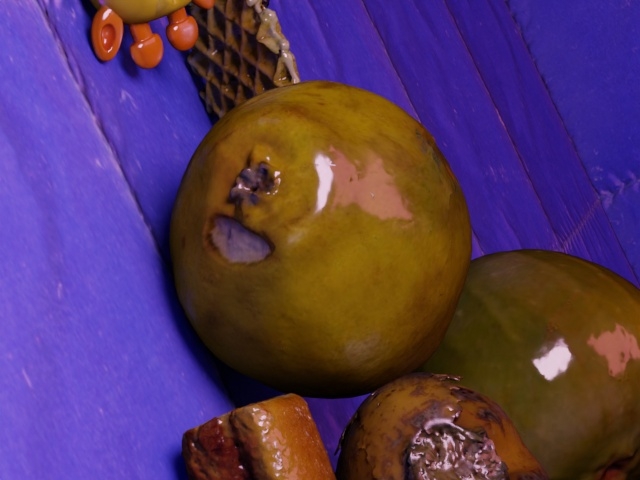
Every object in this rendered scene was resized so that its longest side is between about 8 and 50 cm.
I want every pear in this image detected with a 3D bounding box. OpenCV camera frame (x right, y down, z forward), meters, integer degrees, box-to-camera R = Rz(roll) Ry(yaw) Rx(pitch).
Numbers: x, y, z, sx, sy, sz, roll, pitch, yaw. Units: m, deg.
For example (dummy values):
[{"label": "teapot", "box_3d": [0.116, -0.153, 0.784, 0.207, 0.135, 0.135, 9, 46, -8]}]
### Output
[{"label": "pear", "box_3d": [0.000, 0.000, 1.453, 0.321, 0.269, 0.269, 54, 19, -58]}]

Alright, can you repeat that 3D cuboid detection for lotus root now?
[{"label": "lotus root", "box_3d": [0.101, 0.218, 1.447, 0.397, 0.179, 0.196, 83, -9, -72]}]

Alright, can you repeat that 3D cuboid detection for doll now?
[{"label": "doll", "box_3d": [-0.176, -0.258, 1.516, 0.143, 0.135, 0.221, -37, 110, -38]}]

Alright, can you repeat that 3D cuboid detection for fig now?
[{"label": "fig", "box_3d": [0.216, 0.140, 1.820, 0.316, 0.316, 0.316, 52, 22, -32]}]

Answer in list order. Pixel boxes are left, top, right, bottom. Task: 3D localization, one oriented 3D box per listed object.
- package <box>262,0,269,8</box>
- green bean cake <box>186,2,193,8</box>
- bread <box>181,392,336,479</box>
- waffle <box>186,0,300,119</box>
[{"label": "package", "box_3d": [-0.051, -0.135, 1.753, 0.166, 0.040, 0.232, -62, 140, -68]}, {"label": "green bean cake", "box_3d": [-0.149, -0.404, 1.670, 0.300, 0.169, 0.308, 22, 47, -64]}, {"label": "bread", "box_3d": [-0.033, 0.207, 1.309, 0.172, 0.103, 0.132, 68, 12, 6]}, {"label": "waffle", "box_3d": [-0.069, -0.157, 1.609, 0.036, 0.183, 0.169, -23, 93, -28]}]
